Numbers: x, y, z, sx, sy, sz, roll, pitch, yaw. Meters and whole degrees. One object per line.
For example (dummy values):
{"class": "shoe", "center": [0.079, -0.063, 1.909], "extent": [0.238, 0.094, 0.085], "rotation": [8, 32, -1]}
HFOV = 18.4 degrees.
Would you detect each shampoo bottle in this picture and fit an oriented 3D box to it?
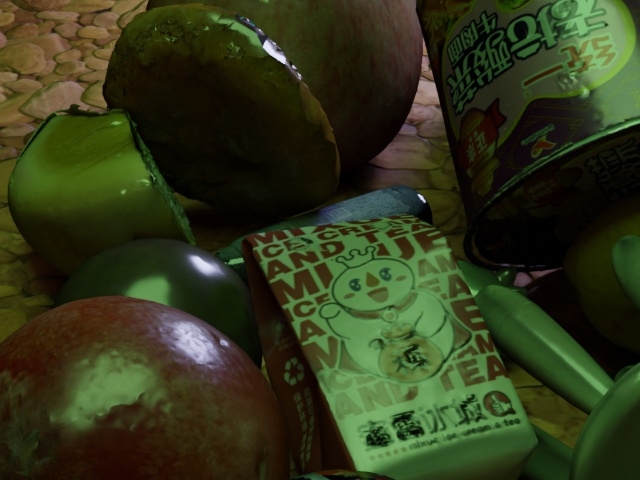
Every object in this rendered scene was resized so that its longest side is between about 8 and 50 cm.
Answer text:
{"class": "shampoo bottle", "center": [0.000, 0.000, 1.994], "extent": [0.233, 0.049, 0.087], "rotation": [-19, 30, -27]}

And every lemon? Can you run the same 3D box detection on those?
{"class": "lemon", "center": [0.332, 0.031, 1.825], "extent": [0.207, 0.170, 0.170], "rotation": [1, 31, 20]}

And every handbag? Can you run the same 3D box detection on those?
{"class": "handbag", "center": [0.044, 0.100, 1.650], "extent": [0.171, 0.151, 0.298], "rotation": [-12, 59, -18]}

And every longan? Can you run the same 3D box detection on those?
{"class": "longan", "center": [-0.141, 0.092, 1.727], "extent": [0.198, 0.198, 0.212], "rotation": [17, 35, 26]}

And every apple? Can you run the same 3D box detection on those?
{"class": "apple", "center": [-0.042, -0.229, 2.160], "extent": [0.344, 0.269, 0.345], "rotation": [0, 31, 0]}

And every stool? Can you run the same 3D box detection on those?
{"class": "stool", "center": [0.245, 0.129, 1.644], "extent": [0.195, 0.195, 0.198], "rotation": [-20, 36, -21]}

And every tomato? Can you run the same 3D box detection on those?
{"class": "tomato", "center": [-0.158, 0.169, 1.510], "extent": [0.265, 0.265, 0.265], "rotation": [-1, 32, 0]}

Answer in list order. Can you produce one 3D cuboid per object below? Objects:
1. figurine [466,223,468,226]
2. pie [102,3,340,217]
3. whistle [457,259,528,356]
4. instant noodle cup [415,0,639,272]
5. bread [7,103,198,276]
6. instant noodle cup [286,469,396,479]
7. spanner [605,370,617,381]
{"class": "figurine", "center": [0.195, -0.094, 2.088], "extent": [0.114, 0.108, 0.196], "rotation": [-2, 60, 9]}
{"class": "pie", "center": [-0.099, -0.119, 1.987], "extent": [0.273, 0.273, 0.069], "rotation": [14, 46, 22]}
{"class": "whistle", "center": [0.085, 0.057, 1.861], "extent": [0.244, 0.110, 0.092], "rotation": [10, 2, 18]}
{"class": "instant noodle cup", "center": [0.254, -0.159, 1.893], "extent": [0.340, 0.340, 0.266], "rotation": [-12, 69, -17]}
{"class": "bread", "center": [-0.225, -0.031, 1.975], "extent": [0.156, 0.158, 0.261], "rotation": [-27, 30, -1]}
{"class": "instant noodle cup", "center": [0.027, 0.287, 1.375], "extent": [0.251, 0.251, 0.190], "rotation": [-11, 24, -15]}
{"class": "spanner", "center": [0.344, 0.126, 1.819], "extent": [0.208, 0.012, 0.046], "rotation": [-7, 31, -10]}
